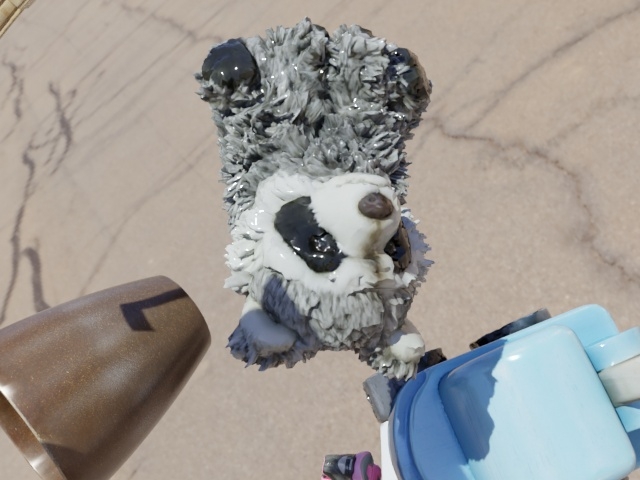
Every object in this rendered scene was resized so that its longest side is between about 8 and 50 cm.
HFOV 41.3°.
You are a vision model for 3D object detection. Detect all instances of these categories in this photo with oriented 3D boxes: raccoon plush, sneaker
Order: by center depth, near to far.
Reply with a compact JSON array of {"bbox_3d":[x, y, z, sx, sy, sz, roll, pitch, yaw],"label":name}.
[{"bbox_3d":[0.000,0.000,0.831,0.216,0.446,0.299,-1,75,0],"label":"raccoon plush"},{"bbox_3d":[0.031,0.249,0.882,0.057,0.119,0.047,-1,54,14],"label":"sneaker"}]

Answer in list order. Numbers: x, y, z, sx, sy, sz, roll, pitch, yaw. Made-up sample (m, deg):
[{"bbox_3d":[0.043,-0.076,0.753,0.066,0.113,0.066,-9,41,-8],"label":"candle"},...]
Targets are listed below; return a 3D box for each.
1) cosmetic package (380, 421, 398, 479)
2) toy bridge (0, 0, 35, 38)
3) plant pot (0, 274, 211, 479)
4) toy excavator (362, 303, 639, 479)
[{"bbox_3d":[0.249,0.390,1.350,0.217,0.385,0.156,-10,55,16],"label":"cosmetic package"},{"bbox_3d":[-0.290,-0.142,0.678,0.188,0.026,0.063,-43,17,7],"label":"toy bridge"},{"bbox_3d":[-0.245,0.144,0.963,0.230,0.215,0.215,-37,23,-28],"label":"plant pot"},{"bbox_3d":[0.292,0.150,0.847,0.432,0.223,0.445,-20,-13,-12],"label":"toy excavator"}]
